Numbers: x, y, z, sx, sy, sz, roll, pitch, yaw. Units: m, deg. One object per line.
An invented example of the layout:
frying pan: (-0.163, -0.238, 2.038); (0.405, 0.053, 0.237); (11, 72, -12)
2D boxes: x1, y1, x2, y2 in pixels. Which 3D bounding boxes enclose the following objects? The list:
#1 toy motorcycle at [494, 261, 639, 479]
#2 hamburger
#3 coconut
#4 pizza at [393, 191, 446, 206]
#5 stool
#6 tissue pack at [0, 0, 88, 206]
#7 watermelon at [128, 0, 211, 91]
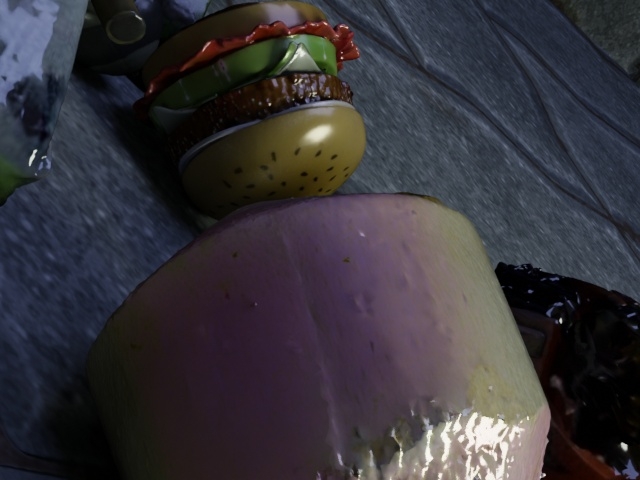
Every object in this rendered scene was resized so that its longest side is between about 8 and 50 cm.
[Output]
toy motorcycle: (0.103, 0.097, 1.161); (0.134, 0.207, 0.401); (-12, 21, -30)
hamburger: (-0.045, -0.084, 1.256); (0.175, 0.175, 0.137); (16, 52, -60)
coconut: (-0.001, 0.086, 0.925); (0.233, 0.233, 0.245); (30, 31, -47)
pizza: (0.121, 0.087, 1.412); (0.189, 0.071, 0.297); (14, 51, -67)
stool: (-0.167, -0.201, 1.184); (0.228, 0.153, 0.139); (36, 24, -39)
tissue pack: (-0.287, -0.220, 0.863); (0.394, 0.124, 0.288); (38, 43, -34)
watermelon: (-0.129, -0.189, 1.375); (0.125, 0.135, 0.094); (51, -19, 13)
